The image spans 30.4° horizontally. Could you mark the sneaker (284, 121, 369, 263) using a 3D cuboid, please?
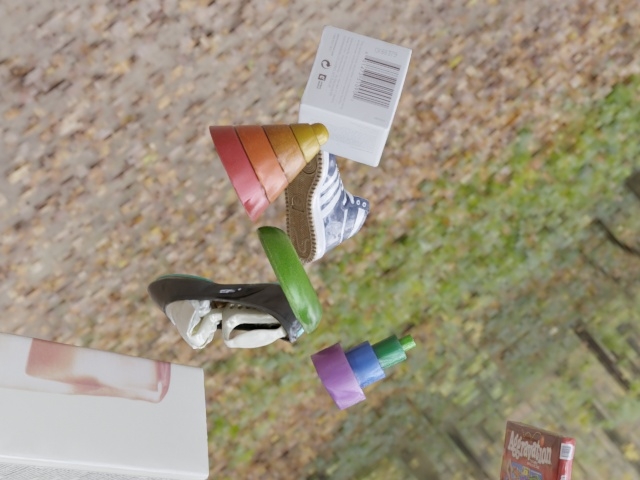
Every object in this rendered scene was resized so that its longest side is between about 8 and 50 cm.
[{"bbox_3d":[0.014,-0.108,2.179,0.153,0.099,0.282,-25,127,-41],"label":"sneaker"}]

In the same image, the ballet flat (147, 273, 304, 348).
[{"bbox_3d":[-0.141,0.102,1.670,0.095,0.280,0.096,60,40,-43],"label":"ballet flat"}]

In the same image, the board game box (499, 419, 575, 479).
[{"bbox_3d":[0.357,0.387,1.973,0.281,0.027,0.145,157,-58,-81],"label":"board game box"}]

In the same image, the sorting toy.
[{"bbox_3d":[0.000,0.000,1.286,0.126,0.365,0.127,-26,154,-1],"label":"sorting toy"}]

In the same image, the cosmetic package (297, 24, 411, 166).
[{"bbox_3d":[0.052,-0.238,1.964,0.184,0.151,0.151,103,4,-73],"label":"cosmetic package"}]

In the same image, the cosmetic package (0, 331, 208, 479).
[{"bbox_3d":[-0.276,0.185,1.212,0.153,0.129,0.296,-24,151,39],"label":"cosmetic package"}]
